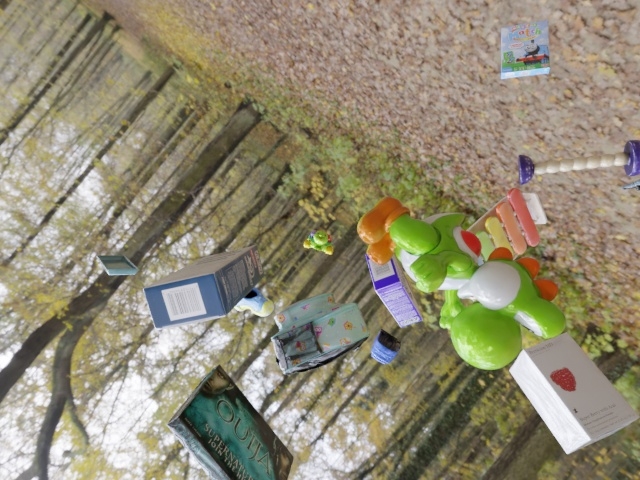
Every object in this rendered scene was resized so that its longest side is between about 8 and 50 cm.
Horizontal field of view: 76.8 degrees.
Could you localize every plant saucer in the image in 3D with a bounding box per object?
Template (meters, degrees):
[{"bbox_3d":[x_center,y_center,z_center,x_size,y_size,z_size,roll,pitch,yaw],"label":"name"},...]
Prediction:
[{"bbox_3d":[-0.495,0.058,0.978,0.067,0.018,0.192,2,-173,-35],"label":"plant saucer"}]

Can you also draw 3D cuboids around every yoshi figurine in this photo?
[{"bbox_3d":[0.220,0.086,0.713,0.362,0.202,0.204,35,-143,30],"label":"yoshi figurine"}]

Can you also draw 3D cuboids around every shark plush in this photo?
[{"bbox_3d":[0.973,-0.188,1.170,0.073,0.067,0.161,22,144,-10],"label":"shark plush"}]

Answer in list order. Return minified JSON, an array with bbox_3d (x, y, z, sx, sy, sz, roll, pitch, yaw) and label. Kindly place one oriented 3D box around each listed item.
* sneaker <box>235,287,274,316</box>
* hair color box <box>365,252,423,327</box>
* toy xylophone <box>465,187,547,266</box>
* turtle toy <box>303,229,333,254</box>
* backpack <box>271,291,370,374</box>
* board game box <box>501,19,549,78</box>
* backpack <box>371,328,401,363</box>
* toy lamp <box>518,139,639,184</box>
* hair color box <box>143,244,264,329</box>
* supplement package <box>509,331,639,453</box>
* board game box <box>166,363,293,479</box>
[{"bbox_3d":[-0.286,0.212,1.558,0.240,0.091,0.126,6,137,37],"label":"sneaker"},{"bbox_3d":[0.302,0.191,1.631,0.338,0.110,0.185,54,-161,-47],"label":"hair color box"},{"bbox_3d":[0.520,0.010,1.169,0.236,0.322,0.081,46,173,-25],"label":"toy xylophone"},{"bbox_3d":[0.000,0.000,1.251,0.095,0.066,0.130,16,-177,0],"label":"turtle toy"},{"bbox_3d":[0.003,0.187,0.848,0.166,0.189,0.144,47,-153,-74],"label":"backpack"},{"bbox_3d":[0.764,-0.714,1.513,0.160,0.211,0.039,1,163,21],"label":"board game box"},{"bbox_3d":[0.239,0.404,1.493,0.098,0.101,0.120,26,-168,11],"label":"backpack"},{"bbox_3d":[0.587,-0.170,0.883,0.275,0.080,0.080,-2,162,24],"label":"toy lamp"},{"bbox_3d":[-0.274,0.106,1.035,0.347,0.174,0.105,-57,-46,-78],"label":"hair color box"},{"bbox_3d":[0.786,0.479,1.286,0.175,0.178,0.292,82,166,-49],"label":"supplement package"},{"bbox_3d":[-0.113,0.275,0.550,0.186,0.026,0.126,53,-165,-5],"label":"board game box"}]
